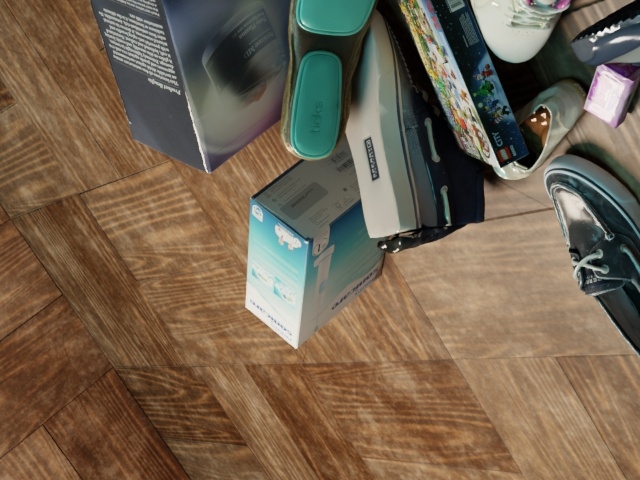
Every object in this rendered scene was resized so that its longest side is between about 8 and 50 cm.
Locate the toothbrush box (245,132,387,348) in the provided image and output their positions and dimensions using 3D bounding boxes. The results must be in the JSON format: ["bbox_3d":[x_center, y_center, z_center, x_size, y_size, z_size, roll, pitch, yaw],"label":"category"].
[{"bbox_3d":[0.000,0.000,1.868,0.126,0.216,0.296,37,149,22],"label":"toothbrush box"}]

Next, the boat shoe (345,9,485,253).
[{"bbox_3d":[0.129,-0.157,1.634,0.127,0.158,0.341,-11,86,62],"label":"boat shoe"}]

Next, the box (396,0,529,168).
[{"bbox_3d":[0.175,-0.213,1.480,0.233,0.044,0.159,65,174,-15],"label":"box"}]

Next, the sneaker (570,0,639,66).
[{"bbox_3d":[0.385,-0.194,1.154,0.319,0.112,0.131,-7,115,58],"label":"sneaker"}]

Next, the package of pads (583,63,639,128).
[{"bbox_3d":[0.345,-0.178,1.385,0.050,0.032,0.083,36,147,22],"label":"package of pads"}]

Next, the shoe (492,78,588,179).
[{"bbox_3d":[0.267,-0.134,1.510,0.076,0.058,0.219,47,152,7],"label":"shoe"}]

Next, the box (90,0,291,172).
[{"bbox_3d":[-0.138,-0.306,1.634,0.182,0.296,0.294,26,143,35],"label":"box"}]

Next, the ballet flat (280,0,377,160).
[{"bbox_3d":[0.009,-0.279,1.582,0.124,0.116,0.343,-104,21,-66],"label":"ballet flat"}]

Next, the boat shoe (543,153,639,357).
[{"bbox_3d":[0.373,0.031,1.508,0.301,0.102,0.108,55,150,-9],"label":"boat shoe"}]

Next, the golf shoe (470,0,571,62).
[{"bbox_3d":[0.229,-0.286,1.284,0.115,0.140,0.306,-1,146,0],"label":"golf shoe"}]
